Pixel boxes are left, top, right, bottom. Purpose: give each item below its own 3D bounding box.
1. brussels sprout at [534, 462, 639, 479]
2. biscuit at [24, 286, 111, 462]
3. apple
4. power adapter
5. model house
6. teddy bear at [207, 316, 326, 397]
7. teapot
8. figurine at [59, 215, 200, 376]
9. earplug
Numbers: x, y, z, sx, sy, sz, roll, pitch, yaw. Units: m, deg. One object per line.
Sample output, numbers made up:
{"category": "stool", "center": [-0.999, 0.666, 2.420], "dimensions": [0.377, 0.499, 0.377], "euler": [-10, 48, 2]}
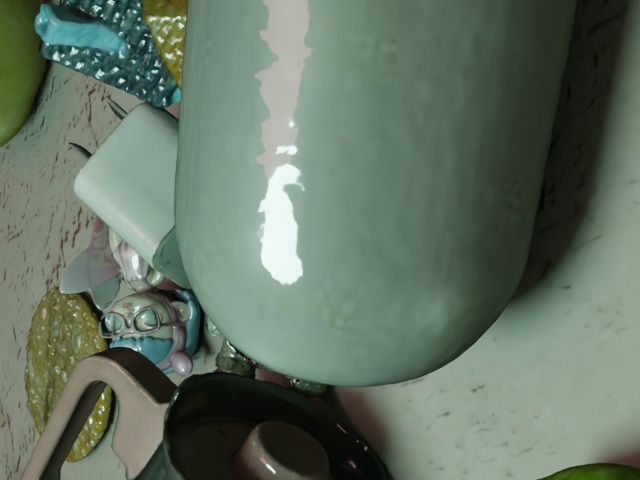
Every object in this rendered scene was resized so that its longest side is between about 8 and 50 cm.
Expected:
{"category": "brussels sprout", "center": [0.216, 0.246, 1.281], "dimensions": [0.180, 0.144, 0.161], "euler": [33, 153, 34]}
{"category": "biscuit", "center": [-0.311, 0.164, 2.060], "dimensions": [0.220, 0.033, 0.220], "euler": [1, 92, 54]}
{"category": "apple", "center": [-0.484, -0.239, 2.086], "dimensions": [0.292, 0.254, 0.292], "euler": [15, 109, 53]}
{"category": "power adapter", "center": [-0.177, -0.067, 1.734], "dimensions": [0.130, 0.125, 0.205], "euler": [-49, 62, 2]}
{"category": "model house", "center": [-0.129, -0.245, 1.628], "dimensions": [0.261, 0.241, 0.226], "euler": [-57, 47, 37]}
{"category": "teddy bear", "center": [-0.042, 0.063, 1.607], "dimensions": [0.213, 0.133, 0.111], "euler": [89, -170, -58]}
{"category": "teapot", "center": [-0.132, 0.299, 1.609], "dimensions": [0.376, 0.305, 0.362], "euler": [42, 117, 18]}
{"category": "figurine", "center": [-0.172, 0.022, 1.832], "dimensions": [0.205, 0.103, 0.260], "euler": [-8, 82, 17]}
{"category": "earplug", "center": [0.039, -0.082, 1.362], "dimensions": [0.312, 0.312, 0.394], "euler": [25, 114, 50]}
